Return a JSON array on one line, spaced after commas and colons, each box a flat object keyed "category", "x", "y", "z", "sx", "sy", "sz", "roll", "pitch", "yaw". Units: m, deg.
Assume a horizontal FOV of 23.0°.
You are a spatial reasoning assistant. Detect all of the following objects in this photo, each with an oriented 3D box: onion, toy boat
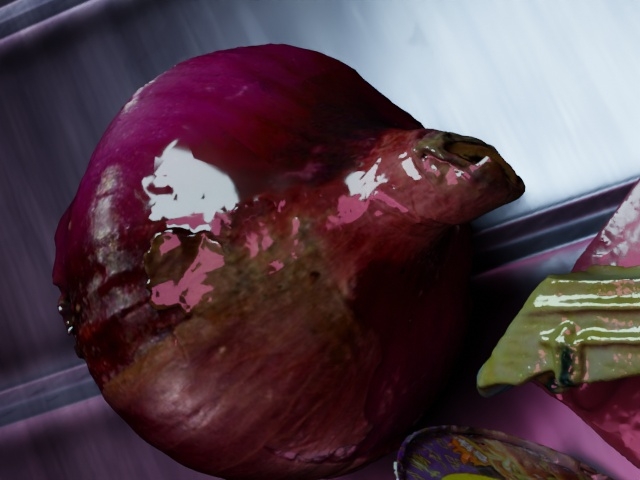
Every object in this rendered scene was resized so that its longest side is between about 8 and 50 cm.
[{"category": "onion", "x": 0.000, "y": 0.000, "z": 1.174, "sx": 0.385, "sy": 0.347, "sz": 0.348, "roll": -26, "pitch": 68, "yaw": 45}, {"category": "toy boat", "x": 0.235, "y": 0.054, "z": 1.043, "sx": 0.276, "sy": 0.111, "sz": 0.084, "roll": -6, "pitch": 89, "yaw": 28}]

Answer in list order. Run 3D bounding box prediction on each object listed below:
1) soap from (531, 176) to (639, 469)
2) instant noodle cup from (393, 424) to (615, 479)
[{"category": "soap", "x": 0.333, "y": 0.015, "z": 1.134, "sx": 0.233, "sy": 0.128, "sz": 0.359, "roll": 39, "pitch": 98, "yaw": 26}, {"category": "instant noodle cup", "x": 0.143, "y": 0.326, "z": 1.080, "sx": 0.340, "sy": 0.340, "sz": 0.266, "roll": 35, "pitch": 108, "yaw": 28}]
